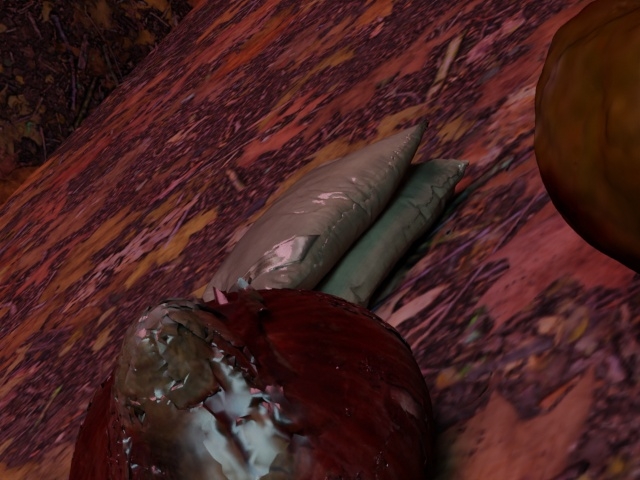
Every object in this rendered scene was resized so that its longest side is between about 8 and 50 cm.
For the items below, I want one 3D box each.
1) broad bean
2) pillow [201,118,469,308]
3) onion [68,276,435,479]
[{"bbox_3d":[0.168,-0.038,0.480,0.228,0.156,0.122,-153,71,-65],"label":"broad bean"},{"bbox_3d":[0.000,0.000,0.824,0.181,0.078,0.134,-49,18,-31],"label":"pillow"},{"bbox_3d":[-0.044,0.084,0.582,0.184,0.147,0.184,-24,31,15],"label":"onion"}]
